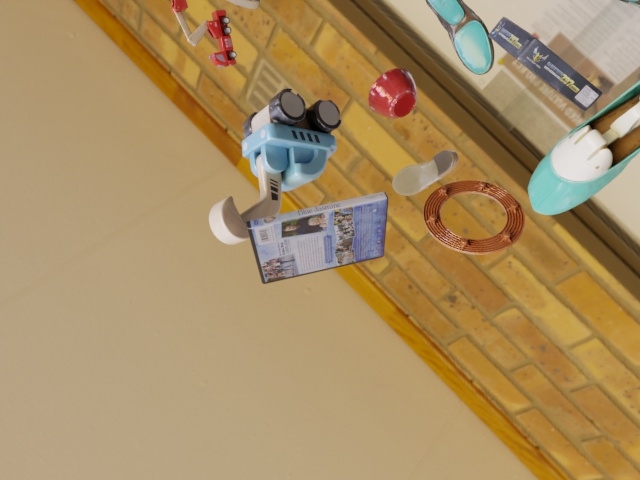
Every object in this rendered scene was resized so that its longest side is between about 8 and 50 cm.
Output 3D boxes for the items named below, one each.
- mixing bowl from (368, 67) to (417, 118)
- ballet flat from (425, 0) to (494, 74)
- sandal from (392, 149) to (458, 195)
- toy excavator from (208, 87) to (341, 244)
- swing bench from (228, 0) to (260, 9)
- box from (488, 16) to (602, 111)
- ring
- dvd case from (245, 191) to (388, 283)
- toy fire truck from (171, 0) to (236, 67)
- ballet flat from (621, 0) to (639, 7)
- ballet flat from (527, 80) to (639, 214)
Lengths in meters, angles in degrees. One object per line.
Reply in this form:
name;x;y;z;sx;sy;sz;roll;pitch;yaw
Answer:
mixing bowl;0.268;-0.495;1.756;0.182;0.181;0.098;-3;-135;-30
ballet flat;0.379;-0.573;1.333;0.280;0.095;0.096;56;-145;-10
sandal;0.313;-0.186;1.429;0.079;0.240;0.088;-2;-104;-34
toy excavator;-0.131;-0.212;1.529;0.433;0.222;0.444;1;-103;-38
swing bench;-0.068;-0.506;0.762;0.255;0.253;0.165;-28;-94;-19
box;0.515;-0.408;1.161;0.233;0.059;0.183;26;-151;-23
ring;0.519;-0.092;1.705;0.337;0.032;0.336;-4;-130;5
dvd case;0.000;0.000;0.942;0.253;0.180;0.022;-13;-127;-6
toy fire truck;-0.306;-0.550;1.325;0.135;0.047;0.191;-17;-71;-22
ballet flat;0.515;-0.381;0.763;0.070;0.070;0.188;6;-139;-25
ballet flat;0.349;-0.129;0.601;0.087;0.247;0.083;20;-146;-59
